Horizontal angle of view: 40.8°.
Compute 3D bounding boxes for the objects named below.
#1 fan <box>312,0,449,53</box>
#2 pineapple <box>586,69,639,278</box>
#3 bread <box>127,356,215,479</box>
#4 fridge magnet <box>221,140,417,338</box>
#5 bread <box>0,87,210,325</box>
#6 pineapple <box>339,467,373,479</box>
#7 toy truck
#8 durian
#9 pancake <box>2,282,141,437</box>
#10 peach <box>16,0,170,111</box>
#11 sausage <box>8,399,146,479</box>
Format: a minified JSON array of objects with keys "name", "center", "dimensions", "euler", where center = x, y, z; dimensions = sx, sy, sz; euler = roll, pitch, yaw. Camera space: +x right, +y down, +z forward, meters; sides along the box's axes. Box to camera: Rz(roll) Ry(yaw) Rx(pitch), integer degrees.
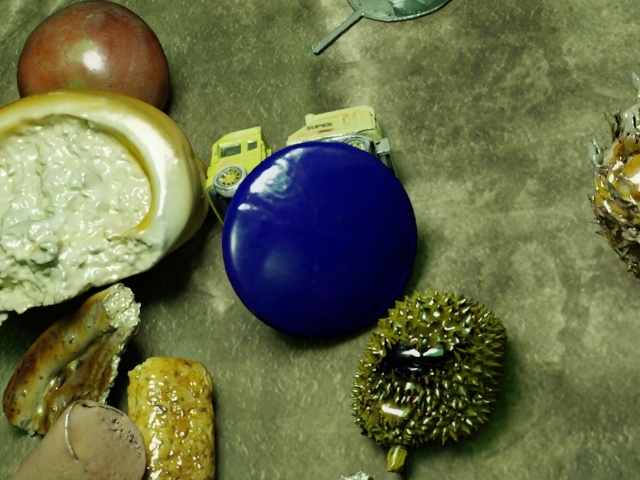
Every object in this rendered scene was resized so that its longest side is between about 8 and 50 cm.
[{"name":"fan","center":[0.102,-0.450,1.511],"dimensions":[0.294,0.012,0.223],"euler":[-19,55,5]},{"name":"pineapple","center":[0.472,-0.074,0.966],"dimensions":[0.300,0.352,0.352],"euler":[-44,56,-3]},{"name":"bread","center":[-0.192,0.251,1.106],"dimensions":[0.113,0.083,0.211],"euler":[12,51,-27]},{"name":"fridge magnet","center":[0.000,0.000,1.143],"dimensions":[0.265,0.266,0.112],"euler":[-34,16,-5]},{"name":"bread","center":[-0.366,-0.034,1.264],"dimensions":[0.423,0.245,0.329],"euler":[-16,67,10]},{"name":"pineapple","center":[0.030,0.316,1.049],"dimensions":[0.045,0.019,0.083],"euler":[19,69,24]},{"name":"toy truck","center":[-0.029,-0.116,1.276],"dimensions":[0.272,0.124,0.157],"euler":[-12,50,9]},{"name":"durian","center":[0.121,0.160,1.045],"dimensions":[0.193,0.138,0.237],"euler":[10,63,23]},{"name":"pancake","center":[-0.332,0.210,1.167],"dimensions":[0.266,0.057,0.245],"euler":[-36,56,22]},{"name":"peach","center":[-0.376,-0.278,1.430],"dimensions":[0.252,0.252,0.253],"euler":[-8,57,13]},{"name":"sausage","center":[-0.307,0.298,1.037],"dimensions":[0.253,0.123,0.123],"euler":[-47,47,33]}]
